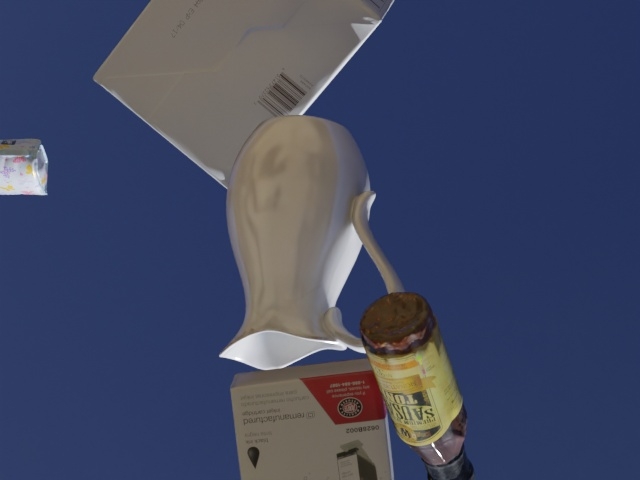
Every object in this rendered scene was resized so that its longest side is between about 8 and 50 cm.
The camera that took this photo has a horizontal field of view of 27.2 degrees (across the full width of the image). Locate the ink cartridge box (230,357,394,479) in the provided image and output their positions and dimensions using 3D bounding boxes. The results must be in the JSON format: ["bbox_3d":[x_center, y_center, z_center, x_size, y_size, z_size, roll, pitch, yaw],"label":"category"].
[{"bbox_3d":[-0.002,0.151,0.860,0.099,0.056,0.135,-7,-86,1],"label":"ink cartridge box"}]

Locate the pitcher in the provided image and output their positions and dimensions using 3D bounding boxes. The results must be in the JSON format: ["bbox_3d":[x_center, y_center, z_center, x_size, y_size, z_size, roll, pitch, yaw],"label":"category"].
[{"bbox_3d":[0.000,0.000,1.136,0.177,0.125,0.207,-5,-108,31],"label":"pitcher"}]

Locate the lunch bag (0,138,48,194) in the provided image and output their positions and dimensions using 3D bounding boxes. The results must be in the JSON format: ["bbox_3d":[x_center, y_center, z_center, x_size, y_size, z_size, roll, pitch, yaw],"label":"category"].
[{"bbox_3d":[-0.334,-0.083,1.435,0.071,0.083,0.053,-1,-107,-2],"label":"lunch bag"}]

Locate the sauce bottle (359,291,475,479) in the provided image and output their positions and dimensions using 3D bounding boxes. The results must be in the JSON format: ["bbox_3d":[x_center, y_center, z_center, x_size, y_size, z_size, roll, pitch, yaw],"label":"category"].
[{"bbox_3d":[0.056,0.086,0.705,0.042,0.128,0.042,-16,-147,11],"label":"sauce bottle"}]

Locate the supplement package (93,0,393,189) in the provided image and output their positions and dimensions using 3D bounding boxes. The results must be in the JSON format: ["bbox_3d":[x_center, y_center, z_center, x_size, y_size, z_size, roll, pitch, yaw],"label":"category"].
[{"bbox_3d":[-0.079,-0.227,1.460,0.262,0.204,0.145,-47,-173,24],"label":"supplement package"}]
